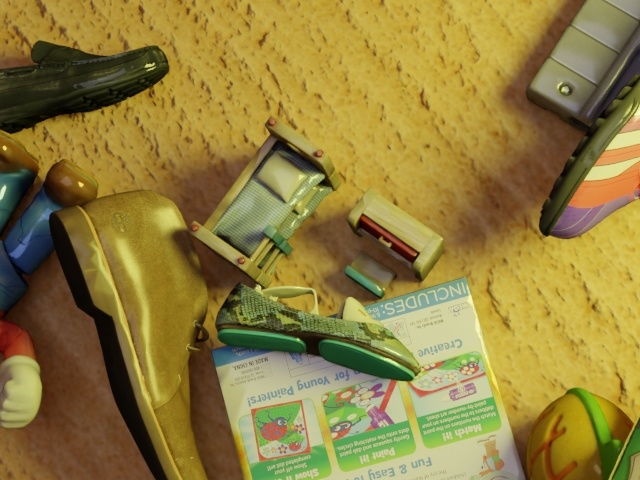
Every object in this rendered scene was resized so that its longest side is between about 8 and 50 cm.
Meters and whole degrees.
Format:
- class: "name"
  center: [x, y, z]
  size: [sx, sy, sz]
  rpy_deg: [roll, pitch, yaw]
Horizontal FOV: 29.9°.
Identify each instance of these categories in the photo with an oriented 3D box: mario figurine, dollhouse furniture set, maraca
- class: "mario figurine"
  center: [-0.332, 0.053, 1.099]
  size: [0.198, 0.170, 0.320]
  rpy_deg: [12, 71, 43]
- class: "dollhouse furniture set"
  center: [0.000, 0.000, 1.092]
  size: [0.184, 0.129, 0.129]
  rpy_deg: [35, 86, 11]
- class: "maraca"
  center: [0.229, 0.195, 1.005]
  size: [0.099, 0.185, 0.127]
  rpy_deg: [-7, 102, -4]

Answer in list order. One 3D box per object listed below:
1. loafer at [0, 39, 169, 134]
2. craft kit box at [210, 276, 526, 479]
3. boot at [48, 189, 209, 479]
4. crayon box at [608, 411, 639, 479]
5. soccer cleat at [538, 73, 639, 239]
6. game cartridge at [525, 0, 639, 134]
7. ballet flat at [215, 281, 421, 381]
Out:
- class: "loafer"
  center: [-0.260, -0.161, 1.178]
  size: [0.223, 0.076, 0.078]
  rpy_deg: [-14, 87, 8]
- class: "craft kit box"
  center: [0.051, 0.185, 1.094]
  size: [0.250, 0.061, 0.246]
  rpy_deg: [-16, 76, 4]
- class: "boot"
  center: [-0.140, 0.102, 1.086]
  size: [0.115, 0.112, 0.305]
  rpy_deg: [-21, 102, -24]
- class: "crayon box"
  center: [0.322, 0.298, 0.863]
  size: [0.313, 0.106, 0.363]
  rpy_deg: [50, 46, -10]
- class: "soccer cleat"
  center: [0.317, -0.107, 1.032]
  size: [0.116, 0.108, 0.318]
  rpy_deg: [41, 85, 7]
- class: "game cartridge"
  center: [0.400, -0.139, 1.105]
  size: [0.355, 0.068, 0.230]
  rpy_deg: [33, 90, 11]
- class: "ballet flat"
  center: [0.001, 0.074, 1.063]
  size: [0.188, 0.070, 0.070]
  rpy_deg: [12, 82, 6]
